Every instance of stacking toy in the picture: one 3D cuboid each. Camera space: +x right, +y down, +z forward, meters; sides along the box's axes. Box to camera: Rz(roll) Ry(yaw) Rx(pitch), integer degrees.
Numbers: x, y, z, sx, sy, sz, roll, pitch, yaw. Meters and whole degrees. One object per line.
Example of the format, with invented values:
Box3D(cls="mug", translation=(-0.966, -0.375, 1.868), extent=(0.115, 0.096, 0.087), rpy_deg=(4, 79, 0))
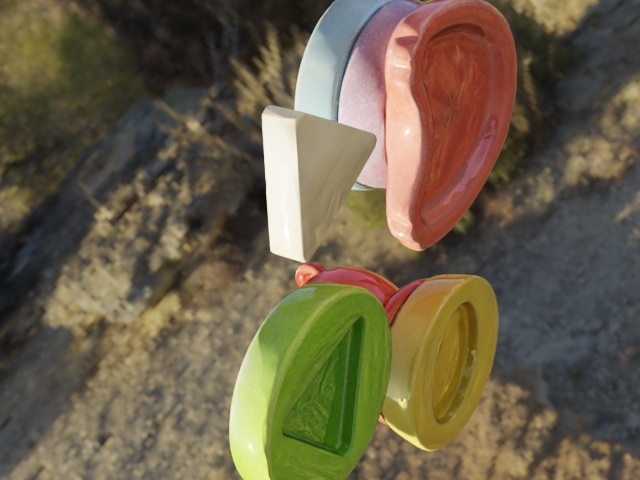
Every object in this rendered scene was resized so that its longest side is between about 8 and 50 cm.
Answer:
Box3D(cls="stacking toy", translation=(0.000, 0.000, 0.855), extent=(0.130, 0.308, 0.279), rpy_deg=(16, 23, 31))
